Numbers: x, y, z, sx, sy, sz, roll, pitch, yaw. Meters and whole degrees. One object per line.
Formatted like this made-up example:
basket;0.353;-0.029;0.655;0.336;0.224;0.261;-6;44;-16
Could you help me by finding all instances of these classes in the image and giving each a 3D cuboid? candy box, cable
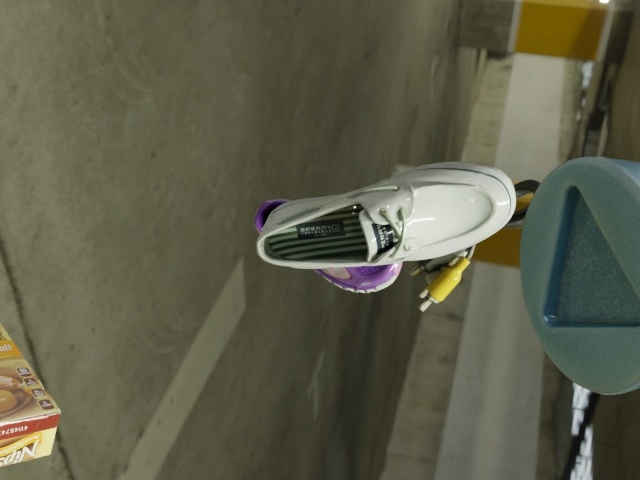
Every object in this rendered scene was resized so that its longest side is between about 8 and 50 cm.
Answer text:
candy box;-0.530;0.197;1.141;0.183;0.316;0.087;-3;122;-45
cable;0.243;-0.012;1.250;0.072;0.287;0.139;32;35;-30

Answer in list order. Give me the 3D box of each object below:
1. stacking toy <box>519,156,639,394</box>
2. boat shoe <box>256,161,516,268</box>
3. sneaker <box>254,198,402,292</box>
stacking toy;0.198;0.078;0.367;0.279;0.130;0.308;136;-52;-66
boat shoe;0.053;-0.008;0.681;0.076;0.226;0.083;-55;129;-65
sneaker;0.000;0.000;1.114;0.095;0.236;0.104;-65;152;-6
